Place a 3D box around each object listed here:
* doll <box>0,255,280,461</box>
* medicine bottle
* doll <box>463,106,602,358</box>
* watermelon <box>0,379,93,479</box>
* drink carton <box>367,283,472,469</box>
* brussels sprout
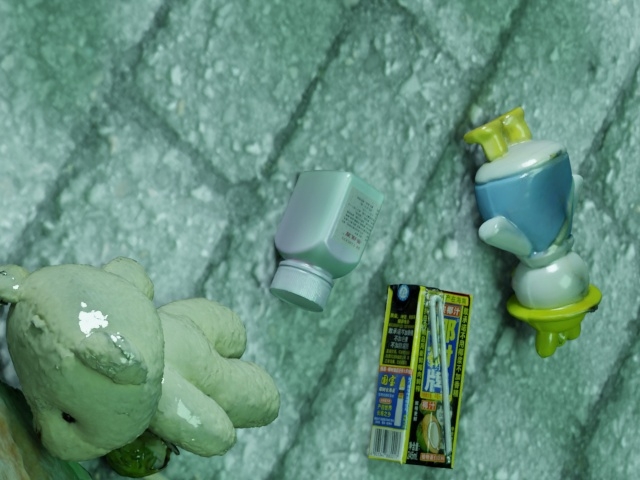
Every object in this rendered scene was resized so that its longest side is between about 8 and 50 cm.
[{"bbox_3d":[-0.141,0.105,1.512,0.278,0.175,0.149,12,99,-53],"label":"doll"},{"bbox_3d":[0.000,0.000,1.670,0.055,0.074,0.118,33,71,-36],"label":"medicine bottle"},{"bbox_3d":[0.209,-0.006,1.827,0.135,0.098,0.241,-61,138,-70],"label":"doll"},{"bbox_3d":[-0.248,0.258,1.409,0.151,0.302,0.264,-30,117,4],"label":"watermelon"},{"bbox_3d":[0.095,0.126,1.765,0.071,0.056,0.166,11,85,-42],"label":"drink carton"},{"bbox_3d":[-0.142,0.163,1.580,0.083,0.046,0.051,-47,125,-28],"label":"brussels sprout"}]
